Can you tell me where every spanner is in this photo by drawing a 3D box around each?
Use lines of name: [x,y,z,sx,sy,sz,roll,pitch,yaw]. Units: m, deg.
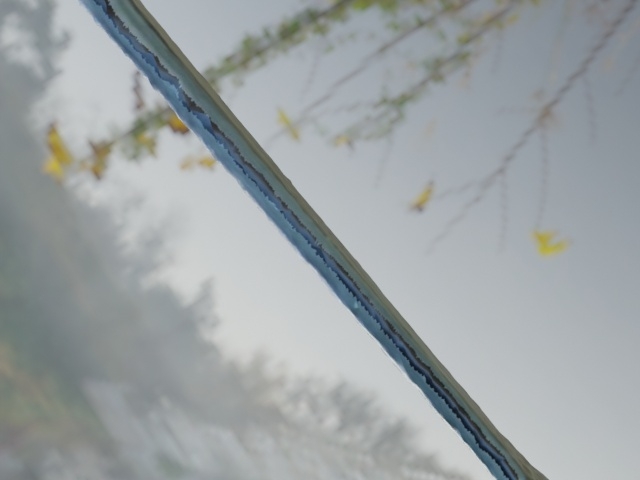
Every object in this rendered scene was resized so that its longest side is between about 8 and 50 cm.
spanner: [0.000,0.000,0.578,0.302,0.017,0.071,49,-173,-8]
